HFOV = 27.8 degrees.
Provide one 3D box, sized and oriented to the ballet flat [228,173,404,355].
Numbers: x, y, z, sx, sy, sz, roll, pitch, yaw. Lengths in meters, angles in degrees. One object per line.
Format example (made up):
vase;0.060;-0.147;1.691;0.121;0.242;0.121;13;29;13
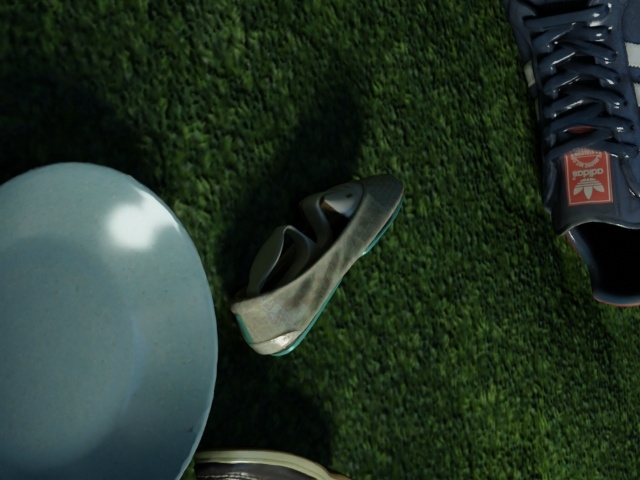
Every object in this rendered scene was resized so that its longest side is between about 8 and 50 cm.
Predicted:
ballet flat;0.000;0.000;0.807;0.052;0.057;0.168;54;49;-23

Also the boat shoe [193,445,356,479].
boat shoe;-0.020;0.156;0.774;0.152;0.056;0.049;28;62;-47

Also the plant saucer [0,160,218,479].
plant saucer;-0.131;0.058;0.654;0.195;0.037;0.195;2;87;-52

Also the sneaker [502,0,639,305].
sneaker;0.219;-0.094;1.018;0.350;0.131;0.148;60;42;-31
